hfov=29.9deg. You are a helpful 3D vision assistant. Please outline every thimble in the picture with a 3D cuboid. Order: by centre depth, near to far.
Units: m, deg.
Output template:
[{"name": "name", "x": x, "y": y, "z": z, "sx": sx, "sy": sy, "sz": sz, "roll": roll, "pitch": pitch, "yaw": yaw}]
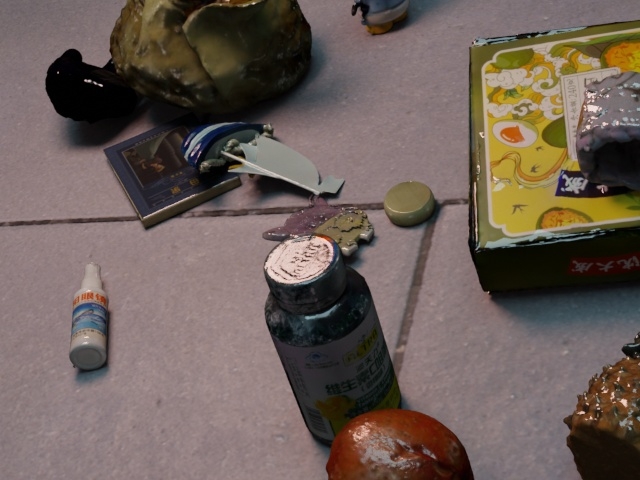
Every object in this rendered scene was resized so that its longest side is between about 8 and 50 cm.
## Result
[{"name": "thimble", "x": 0.423, "y": -0.147, "z": 1.621, "sx": 0.151, "sy": 0.127, "sz": 0.118, "roll": 1, "pitch": 54, "yaw": 20}]

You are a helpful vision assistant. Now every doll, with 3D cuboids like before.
[{"name": "doll", "x": 0.090, "y": -0.559, "z": 2.333, "sx": 0.177, "sy": 0.314, "sz": 0.141, "roll": -39, "pitch": 41, "yaw": -26}]

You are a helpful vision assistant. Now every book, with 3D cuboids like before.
[{"name": "book", "x": -0.276, "y": -0.136, "z": 2.203, "sx": 0.191, "sy": 0.025, "sz": 0.269, "roll": -25, "pitch": 39, "yaw": -10}]

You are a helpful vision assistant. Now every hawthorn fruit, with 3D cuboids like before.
[{"name": "hawthorn fruit", "x": 0.110, "y": 0.291, "z": 1.428, "sx": 0.200, "sy": 0.179, "sz": 0.179, "roll": 8, "pitch": 45, "yaw": 24}]

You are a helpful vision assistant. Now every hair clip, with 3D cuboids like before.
[{"name": "hair clip", "x": -0.001, "y": -0.006, "z": 1.922, "sx": 0.146, "sy": 0.056, "sz": 0.187, "roll": 19, "pitch": 48, "yaw": 28}]

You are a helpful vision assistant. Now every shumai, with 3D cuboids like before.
[{"name": "shumai", "x": -0.208, "y": -0.458, "z": 2.241, "sx": 0.395, "sy": 0.348, "sz": 0.395, "roll": 2, "pitch": 50, "yaw": -2}]

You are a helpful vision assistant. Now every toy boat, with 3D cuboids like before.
[{"name": "toy boat", "x": -0.089, "y": -0.143, "z": 2.089, "sx": 0.291, "sy": 0.067, "sz": 0.220, "roll": 19, "pitch": 30, "yaw": 27}]

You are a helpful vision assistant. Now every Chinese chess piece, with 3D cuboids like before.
[{"name": "Chinese chess piece", "x": 0.144, "y": -0.059, "z": 1.944, "sx": 0.084, "sy": 0.034, "sz": 0.084, "roll": -9, "pitch": 41, "yaw": 8}]

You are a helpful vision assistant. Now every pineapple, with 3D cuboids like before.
[{"name": "pineapple", "x": 0.435, "y": 0.153, "z": 1.481, "sx": 0.165, "sy": 0.165, "sz": 0.364, "roll": 16, "pitch": 48, "yaw": 35}]

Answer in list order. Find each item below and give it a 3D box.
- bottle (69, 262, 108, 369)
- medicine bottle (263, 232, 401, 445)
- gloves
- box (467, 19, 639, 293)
[{"name": "bottle", "x": -0.368, "y": 0.114, "z": 1.917, "sx": 0.060, "sy": 0.060, "sz": 0.217, "roll": -15, "pitch": 37, "yaw": 4}, {"name": "medicine bottle", "x": 0.011, "y": 0.128, "z": 1.565, "sx": 0.141, "sy": 0.293, "sz": 0.141, "roll": -11, "pitch": 39, "yaw": 9}, {"name": "gloves", "x": -0.447, "y": -0.329, "z": 2.400, "sx": 0.197, "sy": 0.152, "sz": 0.301, "roll": 18, "pitch": 40, "yaw": 8}, {"name": "box", "x": 0.412, "y": -0.136, "z": 1.785, "sx": 0.373, "sy": 0.138, "sz": 0.420, "roll": -5, "pitch": 54, "yaw": 13}]
